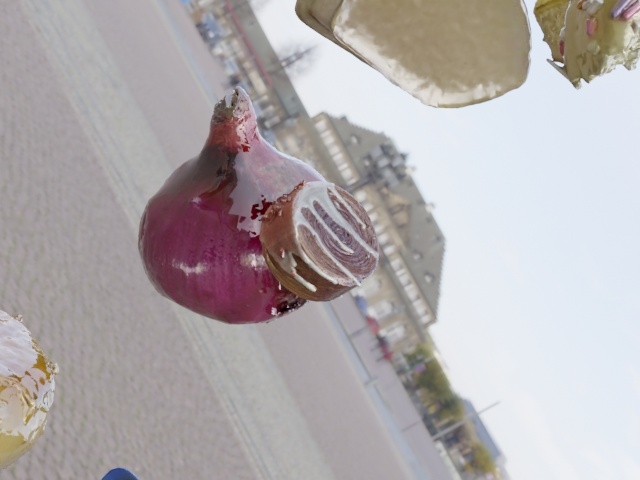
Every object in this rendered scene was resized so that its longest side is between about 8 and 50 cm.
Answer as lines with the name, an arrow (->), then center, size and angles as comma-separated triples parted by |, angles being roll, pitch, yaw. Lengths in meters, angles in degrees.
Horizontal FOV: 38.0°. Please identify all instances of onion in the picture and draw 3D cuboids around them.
onion -> -0.132, -0.062, 1.530 | 0.348, 0.348, 0.385 | -118, -158, -68

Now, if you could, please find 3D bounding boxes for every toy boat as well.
toy boat -> 0.085, -0.161, 0.683 | 0.188, 0.116, 0.061 | 24, 20, -31

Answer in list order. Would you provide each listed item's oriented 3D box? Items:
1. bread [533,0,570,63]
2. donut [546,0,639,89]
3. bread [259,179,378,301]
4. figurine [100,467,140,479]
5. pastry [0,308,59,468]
bread -> 0.557, -0.474, 1.592 | 0.143, 0.333, 0.323 | 51, 48, -22
donut -> 0.525, -0.300, 1.234 | 0.371, 0.307, 0.150 | 22, -5, 3
bread -> 0.000, 0.000, 1.210 | 0.160, 0.073, 0.160 | 19, 57, -33
figurine -> -0.191, 0.279, 0.915 | 0.149, 0.087, 0.086 | -168, -97, -89
pastry -> -0.434, 0.163, 0.986 | 0.284, 0.184, 0.315 | 26, 8, -10
